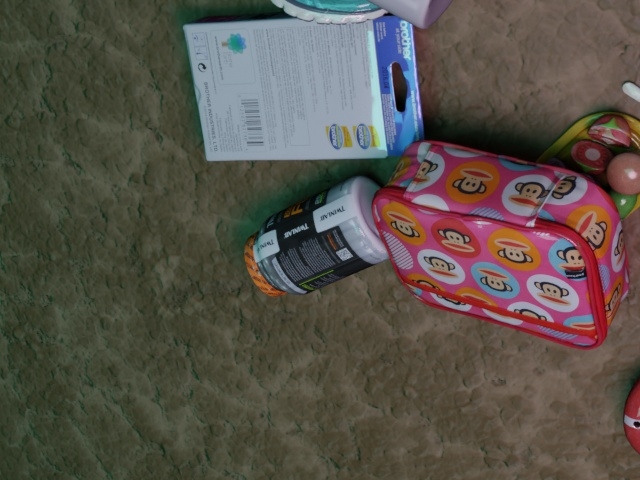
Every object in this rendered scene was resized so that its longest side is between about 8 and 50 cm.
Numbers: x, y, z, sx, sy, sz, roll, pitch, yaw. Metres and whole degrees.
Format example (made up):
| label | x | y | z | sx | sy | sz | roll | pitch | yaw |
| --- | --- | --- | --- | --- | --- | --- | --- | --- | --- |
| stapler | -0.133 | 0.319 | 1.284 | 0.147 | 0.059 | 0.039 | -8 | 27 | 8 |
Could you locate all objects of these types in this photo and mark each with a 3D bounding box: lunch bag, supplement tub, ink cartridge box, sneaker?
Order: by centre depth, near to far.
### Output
| label | x | y | z | sx | sy | sz | roll | pitch | yaw |
| --- | --- | --- | --- | --- | --- | --- | --- | --- | --- |
| sneaker | -0.033 | -0.345 | 1.472 | 0.275 | 0.107 | 0.110 | 28 | 134 | 11 |
| lunch bag | 0.220 | 0.016 | 1.482 | 0.293 | 0.120 | 0.258 | 15 | 147 | 31 |
| ink cartridge box | -0.014 | -0.198 | 1.567 | 0.311 | 0.065 | 0.186 | 2 | 111 | 25 |
| supplement tub | 0.000 | 0.000 | 1.613 | 0.190 | 0.117 | 0.117 | -24 | 101 | 29 |

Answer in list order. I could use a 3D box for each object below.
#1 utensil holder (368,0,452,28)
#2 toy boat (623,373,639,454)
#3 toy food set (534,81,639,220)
| label | x | y | z | sx | sy | sz | roll | pitch | yaw |
| --- | --- | --- | --- | --- | --- | --- | --- | --- | --- |
| utensil holder | 0.021 | -0.448 | 1.293 | 0.385 | 0.327 | 0.327 | 32 | 120 | 7 |
| toy boat | 0.482 | 0.232 | 1.486 | 0.231 | 0.151 | 0.151 | 8 | 114 | 20 |
| toy food set | 0.334 | -0.080 | 1.462 | 0.128 | 0.071 | 0.218 | 43 | 121 | 1 |
